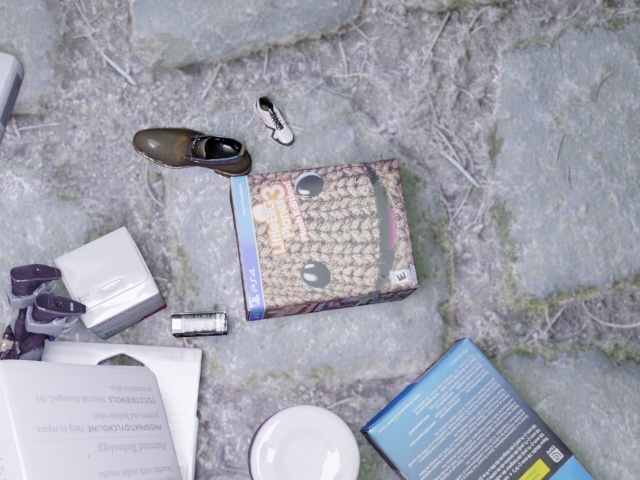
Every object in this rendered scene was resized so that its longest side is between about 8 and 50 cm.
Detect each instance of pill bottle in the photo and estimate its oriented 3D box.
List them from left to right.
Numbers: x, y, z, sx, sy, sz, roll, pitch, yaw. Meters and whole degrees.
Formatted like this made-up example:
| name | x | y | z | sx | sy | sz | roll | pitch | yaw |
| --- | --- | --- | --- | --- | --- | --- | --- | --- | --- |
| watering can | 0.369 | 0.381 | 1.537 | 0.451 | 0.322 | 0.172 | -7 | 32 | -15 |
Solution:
| name | x | y | z | sx | sy | sz | roll | pitch | yaw |
| --- | --- | --- | --- | --- | --- | --- | --- | --- | --- |
| pill bottle | -0.034 | 0.343 | 1.458 | 0.160 | 0.283 | 0.160 | 1 | 78 | -5 |

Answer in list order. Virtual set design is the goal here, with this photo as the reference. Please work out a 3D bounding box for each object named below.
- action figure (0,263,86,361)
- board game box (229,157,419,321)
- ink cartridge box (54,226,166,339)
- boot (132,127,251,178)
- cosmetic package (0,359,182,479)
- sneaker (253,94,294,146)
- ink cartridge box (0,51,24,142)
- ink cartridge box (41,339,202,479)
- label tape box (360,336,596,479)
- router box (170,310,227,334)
| name | x | y | z | sx | sy | sz | roll | pitch | yaw |
| --- | --- | --- | --- | --- | --- | --- | --- | --- | --- |
| action figure | -0.468 | 0.173 | 1.481 | 0.099 | 0.285 | 0.185 | 0 | 46 | -36 |
| board game box | 0.000 | 0.000 | 1.607 | 0.291 | 0.141 | 0.232 | -8 | 79 | -8 |
| ink cartridge box | -0.343 | 0.074 | 1.538 | 0.128 | 0.176 | 0.127 | -27 | 82 | -11 |
| boot | -0.226 | -0.170 | 1.638 | 0.219 | 0.106 | 0.082 | 11 | 77 | -4 |
| cosmetic package | -0.397 | 0.406 | 1.262 | 0.329 | 0.327 | 0.394 | -25 | 71 | 20 |
| sneaker | -0.086 | -0.218 | 1.696 | 0.040 | 0.044 | 0.109 | -37 | 86 | -14 |
| ink cartridge box | -0.750 | -0.218 | 1.605 | 0.384 | 0.091 | 0.308 | 15 | 77 | -4 |
| ink cartridge box | -0.340 | 0.296 | 1.553 | 0.275 | 0.060 | 0.239 | 4 | 72 | -4 |
| label tape box | 0.266 | 0.369 | 1.574 | 0.240 | 0.106 | 0.334 | -40 | 85 | -13 |
| router box | -0.203 | 0.142 | 1.566 | 0.092 | 0.122 | 0.038 | -3 | 83 | -6 |
